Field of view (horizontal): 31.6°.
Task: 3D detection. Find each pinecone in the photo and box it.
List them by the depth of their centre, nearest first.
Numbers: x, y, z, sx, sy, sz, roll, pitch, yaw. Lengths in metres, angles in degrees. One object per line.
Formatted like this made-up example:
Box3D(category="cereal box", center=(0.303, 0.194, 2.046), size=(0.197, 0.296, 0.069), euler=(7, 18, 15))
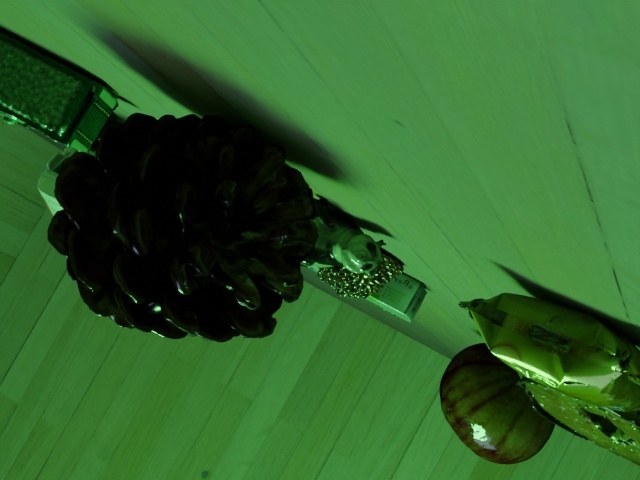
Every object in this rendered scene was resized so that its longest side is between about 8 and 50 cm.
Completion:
Box3D(category="pinecone", center=(-0.143, -0.019, 1.250), size=(0.296, 0.242, 0.298), euler=(10, -163, 32))

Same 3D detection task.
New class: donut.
Box3D(category="donut", center=(0.375, 0.198, 1.421), size=(0.272, 0.107, 0.272), euler=(27, 170, 5))

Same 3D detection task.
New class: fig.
Box3D(category="fig", center=(0.342, 0.300, 2.134), size=(0.235, 0.214, 0.235), euler=(17, -160, -6))

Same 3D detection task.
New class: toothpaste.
Box3D(category="toothpaste", center=(0.018, 0.030, 1.923), size=(0.337, 0.067, 0.081), euler=(28, 172, 17))

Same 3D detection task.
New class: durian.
Box3D(category="durian", center=(0.043, 0.041, 1.736), size=(0.148, 0.091, 0.188), euler=(27, 173, 24))

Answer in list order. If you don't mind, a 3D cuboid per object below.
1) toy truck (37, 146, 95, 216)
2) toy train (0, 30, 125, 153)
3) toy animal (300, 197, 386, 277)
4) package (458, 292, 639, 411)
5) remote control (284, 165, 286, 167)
Box3D(category="toy truck", center=(-0.313, -0.044, 1.919), size=(0.388, 0.207, 0.173), euler=(24, 146, 37))
Box3D(category="toy train", center=(-0.402, -0.204, 1.633), size=(0.269, 0.115, 0.154), euler=(29, -179, 16))
Box3D(category="toy animal", center=(0.000, 0.000, 1.554), size=(0.121, 0.093, 0.225), euler=(21, 171, -33))
Box3D(category="package", center=(0.272, 0.124, 1.253), size=(0.226, 0.090, 0.168), euler=(22, 174, 40))
Box3D(category="remote control", center=(-0.039, -0.077, 1.418), size=(0.034, 0.016, 0.091), euler=(44, -179, 22))
